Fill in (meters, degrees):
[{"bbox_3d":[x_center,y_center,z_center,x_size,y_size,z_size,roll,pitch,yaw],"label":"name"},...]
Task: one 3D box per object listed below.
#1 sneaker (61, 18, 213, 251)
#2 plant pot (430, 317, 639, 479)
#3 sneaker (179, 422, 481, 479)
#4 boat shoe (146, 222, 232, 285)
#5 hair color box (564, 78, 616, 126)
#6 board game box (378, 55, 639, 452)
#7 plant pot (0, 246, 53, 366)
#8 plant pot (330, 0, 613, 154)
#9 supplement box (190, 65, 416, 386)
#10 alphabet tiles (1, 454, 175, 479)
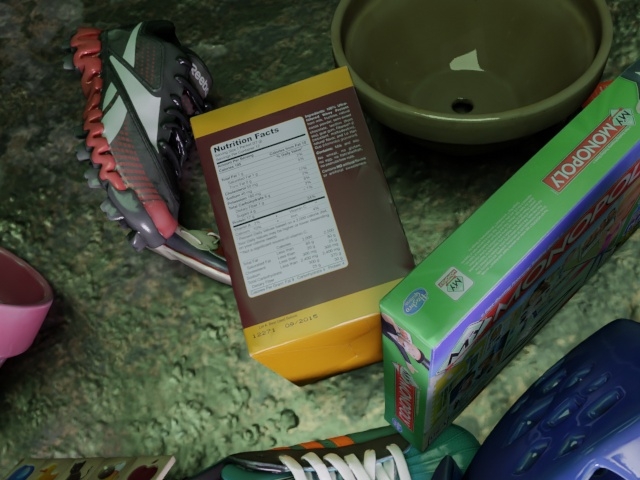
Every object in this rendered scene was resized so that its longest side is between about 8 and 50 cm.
[{"bbox_3d":[-0.163,-0.117,0.721,0.135,0.098,0.276,-19,56,-2],"label":"sneaker"},{"bbox_3d":[0.188,0.208,0.465,0.212,0.236,0.236,-35,83,9],"label":"plant pot"},{"bbox_3d":[-0.011,0.213,0.593,0.302,0.121,0.108,-17,69,2],"label":"sneaker"},{"bbox_3d":[-0.119,0.006,0.719,0.137,0.049,0.043,23,75,20],"label":"boat shoe"},{"bbox_3d":[0.301,-0.120,0.678,0.141,0.072,0.043,-12,71,4],"label":"hair color box"},{"bbox_3d":[0.169,0.002,0.552,0.317,0.214,0.046,-41,64,-17],"label":"board game box"},{"bbox_3d":[-0.370,0.088,0.664,0.201,0.201,0.180,29,94,16],"label":"plant pot"},{"bbox_3d":[0.131,-0.157,0.682,0.237,0.110,0.238,-3,55,4],"label":"plant pot"},{"bbox_3d":[0.000,0.000,0.623,0.129,0.191,0.194,-18,71,3],"label":"supplement box"},{"bbox_3d":[-0.251,0.244,0.583,0.237,0.009,0.198,-12,25,32],"label":"alphabet tiles"}]
